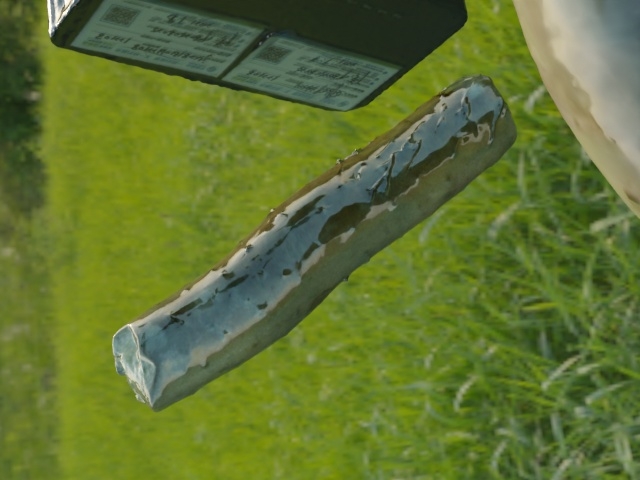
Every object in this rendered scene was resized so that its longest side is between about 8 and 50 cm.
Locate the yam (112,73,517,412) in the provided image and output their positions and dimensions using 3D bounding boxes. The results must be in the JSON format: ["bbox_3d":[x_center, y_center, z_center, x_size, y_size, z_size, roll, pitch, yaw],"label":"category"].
[{"bbox_3d":[0.000,0.000,0.868,0.071,0.317,0.067,44,165,39],"label":"yam"}]

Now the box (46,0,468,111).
[{"bbox_3d":[-0.055,-0.213,1.191,0.211,0.350,0.058,-34,56,46],"label":"box"}]

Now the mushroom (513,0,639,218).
[{"bbox_3d":[0.229,-0.126,0.401,0.362,0.294,0.362,5,107,15],"label":"mushroom"}]
